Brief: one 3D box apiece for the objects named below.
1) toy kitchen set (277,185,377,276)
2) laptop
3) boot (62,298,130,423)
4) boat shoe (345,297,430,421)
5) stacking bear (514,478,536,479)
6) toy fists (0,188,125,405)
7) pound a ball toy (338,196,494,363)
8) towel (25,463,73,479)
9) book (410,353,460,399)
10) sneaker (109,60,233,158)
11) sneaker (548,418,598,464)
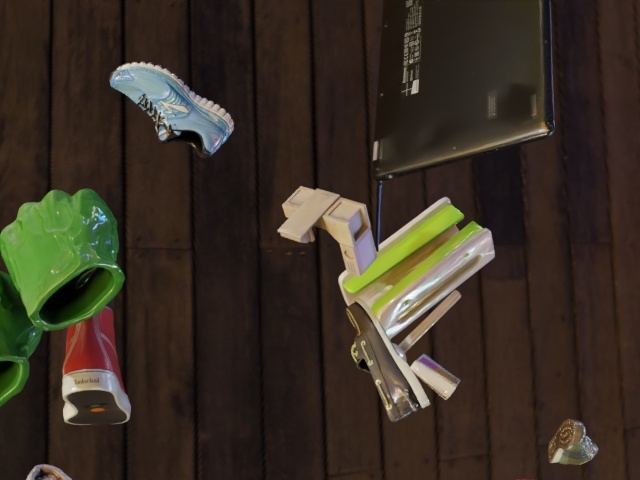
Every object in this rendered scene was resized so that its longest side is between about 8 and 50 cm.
[{"bbox_3d":[0.000,0.000,0.877,0.068,0.083,0.075,-47,139,-31],"label":"toy kitchen set"},{"bbox_3d":[0.197,-0.228,1.295,0.236,0.408,0.382,30,57,-46],"label":"laptop"},{"bbox_3d":[-0.302,0.148,1.154,0.088,0.244,0.176,-2,65,-13],"label":"boot"},{"bbox_3d":[0.088,0.183,1.356,0.068,0.228,0.081,-32,138,-2],"label":"boat shoe"},{"bbox_3d":[0.363,0.544,1.514,0.175,0.289,0.164,16,98,12],"label":"stacking bear"},{"bbox_3d":[-0.322,0.061,0.930,0.279,0.142,0.096,-43,145,15],"label":"toy fists"},{"bbox_3d":[0.189,0.097,1.591,0.319,0.208,0.136,-37,142,-13],"label":"pound a ball toy"},{"bbox_3d":[-0.179,0.342,0.711,0.282,0.187,0.049,44,34,19],"label":"towel"},{"bbox_3d":[0.235,0.271,1.748,0.096,0.144,0.035,37,97,13],"label":"book"},{"bbox_3d":[-0.187,-0.158,1.056,0.162,0.063,0.073,30,66,-13],"label":"sneaker"},{"bbox_3d":[0.555,0.435,1.846,0.086,0.192,0.064,7,58,1],"label":"sneaker"}]
